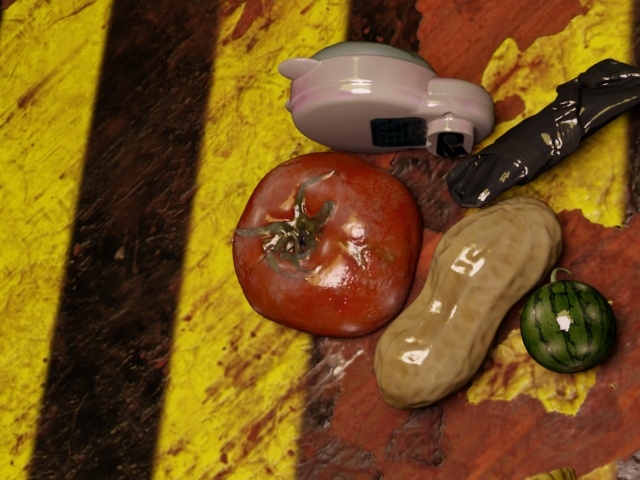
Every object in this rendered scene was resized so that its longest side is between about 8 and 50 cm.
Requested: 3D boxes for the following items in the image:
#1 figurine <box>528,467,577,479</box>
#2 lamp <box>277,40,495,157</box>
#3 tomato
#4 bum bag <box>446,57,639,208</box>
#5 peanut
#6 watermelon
[{"bbox_3d":[0.244,0.389,1.219,0.315,0.168,0.187,60,142,20],"label":"figurine"},{"bbox_3d":[0.078,-0.165,1.491,0.246,0.179,0.107,8,77,6],"label":"lamp"},{"bbox_3d":[0.000,0.000,1.503,0.237,0.095,0.236,-8,68,21],"label":"tomato"},{"bbox_3d":[0.245,-0.118,1.436,0.248,0.060,0.123,-41,17,2],"label":"bum bag"},{"bbox_3d":[0.153,0.064,1.393,0.111,0.125,0.274,31,83,38],"label":"peanut"},{"bbox_3d":[0.254,0.085,1.359,0.109,0.109,0.109,-8,68,20],"label":"watermelon"}]
